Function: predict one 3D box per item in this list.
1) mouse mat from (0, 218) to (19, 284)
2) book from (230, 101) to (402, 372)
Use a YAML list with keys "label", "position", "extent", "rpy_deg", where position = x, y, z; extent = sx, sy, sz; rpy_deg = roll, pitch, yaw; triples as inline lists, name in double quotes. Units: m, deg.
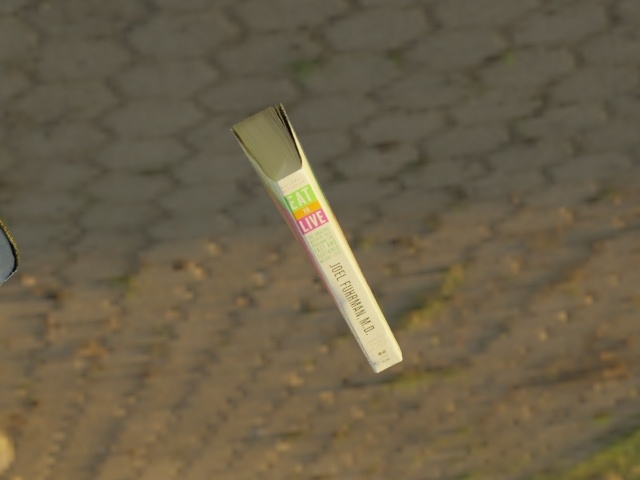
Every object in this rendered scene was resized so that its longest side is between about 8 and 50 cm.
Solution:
- label: "mouse mat"
  position: [-0.221, -0.024, 0.947]
  extent: [0.007, 0.153, 0.189]
  rpy_deg: [-33, 179, -34]
- label: "book"
  position: [0.000, 0.000, 1.114]
  extent: [0.035, 0.096, 0.144]
  rpy_deg: [-28, 119, 0]
